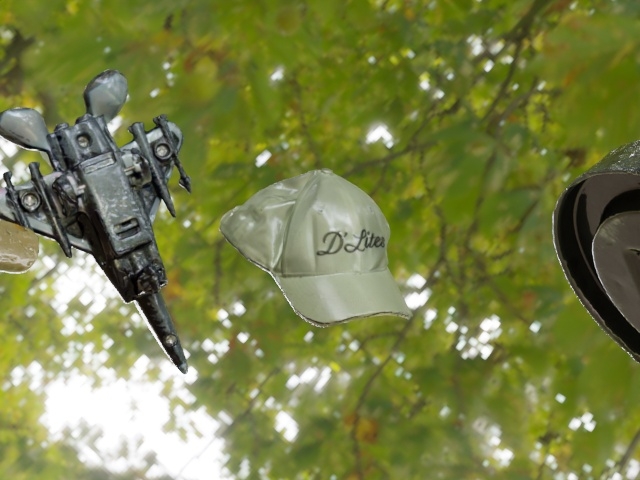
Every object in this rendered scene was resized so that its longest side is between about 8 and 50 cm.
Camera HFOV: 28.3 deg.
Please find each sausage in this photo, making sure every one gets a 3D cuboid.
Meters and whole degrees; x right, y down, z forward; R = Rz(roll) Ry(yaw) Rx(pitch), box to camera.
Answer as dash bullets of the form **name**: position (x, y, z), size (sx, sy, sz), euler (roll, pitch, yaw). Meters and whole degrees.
- **sausage**: position (-0.160, -0.006, 0.496), size (0.024, 0.024, 0.132), euler (20, 0, 29)

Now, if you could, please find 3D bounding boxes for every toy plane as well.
- **toy plane**: position (-0.160, -0.007, 1.008), size (0.246, 0.169, 0.078), euler (62, -22, 9)

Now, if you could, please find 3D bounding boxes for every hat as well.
- **hat**: position (0.001, 0.007, 0.976), size (0.166, 0.122, 0.081), euler (-121, -145, -46)

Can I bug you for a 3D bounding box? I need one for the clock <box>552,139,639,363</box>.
- **clock**: position (0.325, 0.035, 1.075), size (0.281, 0.055, 0.280), euler (38, -24, 20)
